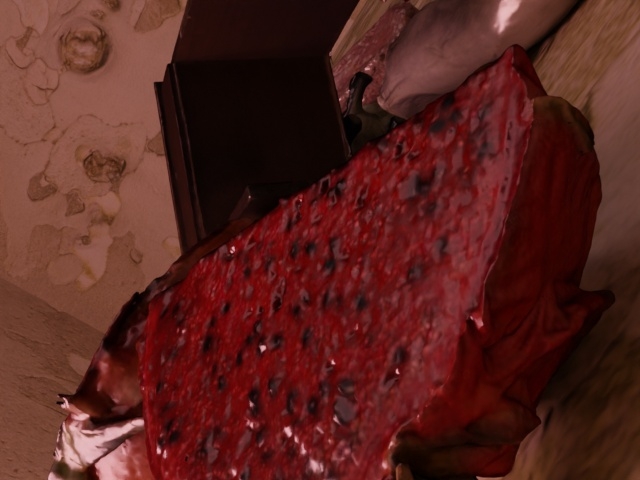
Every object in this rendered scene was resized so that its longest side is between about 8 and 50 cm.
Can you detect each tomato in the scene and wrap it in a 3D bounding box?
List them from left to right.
[{"bbox_3d":[-0.077,0.145,0.661,0.309,0.170,0.309,-54,-9,-13],"label":"tomato"}]

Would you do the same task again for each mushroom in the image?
[{"bbox_3d":[0.151,-0.201,0.790,0.109,0.097,0.351,-66,15,-20],"label":"mushroom"}]

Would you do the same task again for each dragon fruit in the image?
[{"bbox_3d":[0.036,0.084,0.418,0.317,0.152,0.205,-29,47,44],"label":"dragon fruit"}]

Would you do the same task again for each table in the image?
[{"bbox_3d":[-0.040,-0.116,0.826,0.282,0.196,0.250,136,127,-66],"label":"table"}]

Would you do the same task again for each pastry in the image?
[{"bbox_3d":[0.056,-0.225,1.195,0.265,0.112,0.102,-35,33,19],"label":"pastry"}]

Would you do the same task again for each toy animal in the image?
[{"bbox_3d":[0.060,-0.137,1.069,0.225,0.094,0.121,-77,11,-56],"label":"toy animal"}]

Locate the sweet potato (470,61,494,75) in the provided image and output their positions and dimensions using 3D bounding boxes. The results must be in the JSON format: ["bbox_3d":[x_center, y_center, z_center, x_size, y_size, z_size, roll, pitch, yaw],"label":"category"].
[{"bbox_3d":[0.117,-0.105,0.780,0.182,0.054,0.053,-40,63,49],"label":"sweet potato"}]

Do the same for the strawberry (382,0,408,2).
[{"bbox_3d":[0.165,-0.483,1.244,0.274,0.220,0.274,-38,-32,-30],"label":"strawberry"}]
